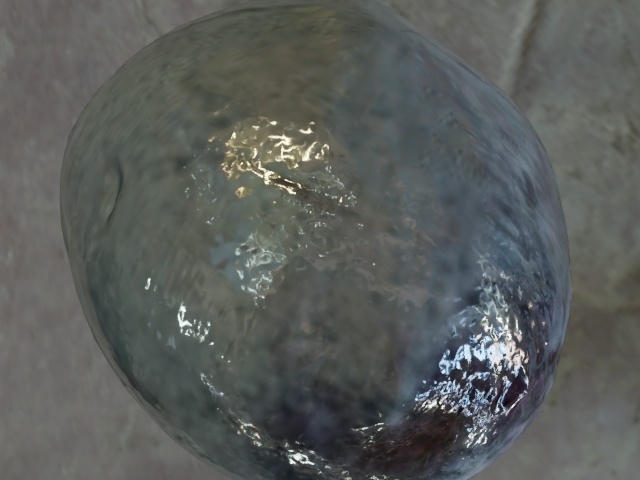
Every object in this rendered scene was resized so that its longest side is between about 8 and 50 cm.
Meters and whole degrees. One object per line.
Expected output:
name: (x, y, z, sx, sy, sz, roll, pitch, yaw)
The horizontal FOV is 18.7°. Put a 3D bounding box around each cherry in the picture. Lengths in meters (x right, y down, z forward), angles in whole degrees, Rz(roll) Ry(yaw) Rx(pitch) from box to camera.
cherry: (0.000, 0.000, 0.953, 0.255, 0.296, 0.218, 23, 121, -24)
